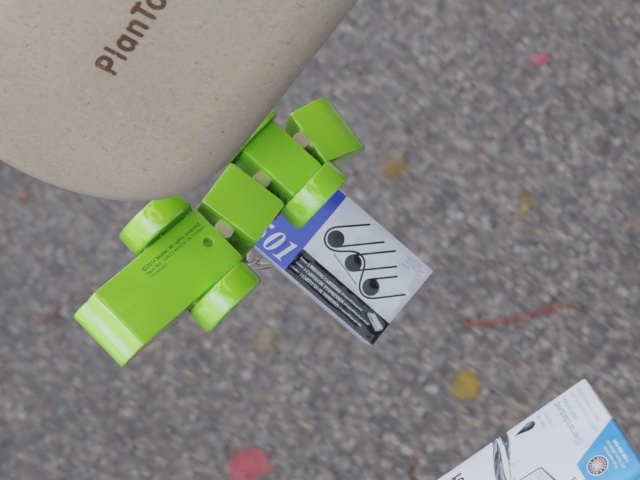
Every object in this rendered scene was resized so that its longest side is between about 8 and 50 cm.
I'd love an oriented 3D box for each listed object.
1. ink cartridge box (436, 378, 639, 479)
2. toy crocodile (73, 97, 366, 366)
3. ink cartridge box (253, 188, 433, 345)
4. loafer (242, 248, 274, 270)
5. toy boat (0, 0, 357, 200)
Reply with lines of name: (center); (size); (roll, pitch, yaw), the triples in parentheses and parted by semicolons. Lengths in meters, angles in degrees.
ink cartridge box: (0.174, 0.221, 1.408); (0.190, 0.082, 0.139); (-34, 28, 4)
toy crocodile: (-0.081, -0.015, 1.533); (0.340, 0.115, 0.105); (-48, -1, -32)
ink cartridge box: (0.000, 0.000, 1.710); (0.097, 0.207, 0.046); (-50, 8, -6)
loafer: (-0.083, 0.010, 1.828); (0.125, 0.039, 0.045); (-4, 87, 0)
toy boat: (-0.071, -0.129, 0.742); (0.231, 0.151, 0.151); (-47, 23, 37)
